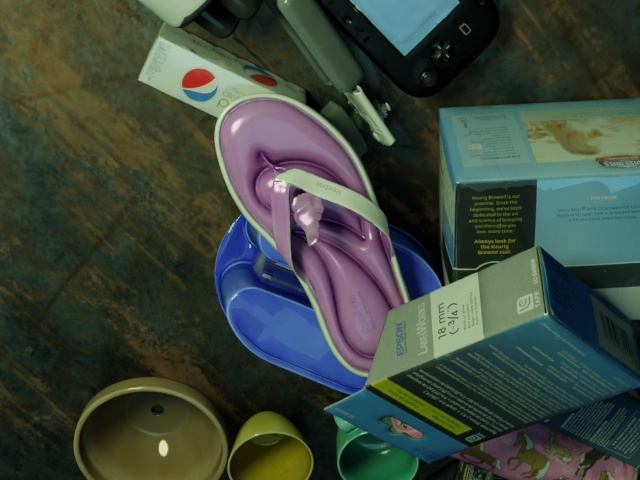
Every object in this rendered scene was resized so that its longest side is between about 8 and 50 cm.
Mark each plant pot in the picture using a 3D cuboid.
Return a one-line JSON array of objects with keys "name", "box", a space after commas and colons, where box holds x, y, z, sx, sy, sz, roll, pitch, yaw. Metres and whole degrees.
[{"name": "plant pot", "box": [-0.083, 0.327, 1.754, 0.134, 0.095, 0.134, -4, 120, -6]}, {"name": "plant pot", "box": [-0.259, 0.294, 1.727, 0.237, 0.110, 0.237, 0, 120, -1]}]

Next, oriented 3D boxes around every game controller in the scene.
[{"name": "game controller", "box": [0.083, -0.332, 1.409, 0.166, 0.067, 0.319, -40, 113, 19]}]

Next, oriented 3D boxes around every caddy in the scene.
[{"name": "caddy", "box": [0.016, 0.073, 1.574, 0.341, 0.179, 0.241, 24, 95, -7]}]

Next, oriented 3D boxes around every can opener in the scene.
[{"name": "can opener", "box": [0.012, -0.214, 1.439, 0.093, 0.074, 0.280, -42, 126, -11]}]

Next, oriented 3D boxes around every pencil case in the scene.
[{"name": "pencil case", "box": [0.307, 0.299, 1.709, 0.386, 0.167, 0.160, 25, 137, -15]}]

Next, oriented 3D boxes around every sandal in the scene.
[{"name": "sandal", "box": [0.013, -0.009, 1.420, 0.169, 0.102, 0.416, -32, 99, 1]}]

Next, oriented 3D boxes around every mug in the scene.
[{"name": "mug", "box": [0.088, 0.310, 1.749, 0.129, 0.097, 0.158, -3, 120, 2]}]

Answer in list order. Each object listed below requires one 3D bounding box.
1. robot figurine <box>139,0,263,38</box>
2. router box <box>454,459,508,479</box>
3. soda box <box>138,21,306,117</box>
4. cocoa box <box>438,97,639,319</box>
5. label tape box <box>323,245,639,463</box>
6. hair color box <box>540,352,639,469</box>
[{"name": "robot figurine", "box": [-0.185, -0.372, 1.325, 0.278, 0.173, 0.209, 37, 108, -19]}, {"name": "router box", "box": [0.271, 0.405, 1.841, 0.092, 0.038, 0.122, 6, 119, -5]}, {"name": "soda box", "box": [-0.127, -0.207, 1.470, 0.216, 0.074, 0.069, 25, 116, -14]}, {"name": "cocoa box", "box": [0.336, -0.043, 1.479, 0.347, 0.231, 0.228, -3, 121, 2]}, {"name": "label tape box", "box": [0.203, 0.157, 1.413, 0.333, 0.106, 0.240, -27, 137, 31]}, {"name": "hair color box", "box": [0.371, 0.202, 1.652, 0.347, 0.174, 0.105, 25, 115, -15]}]
